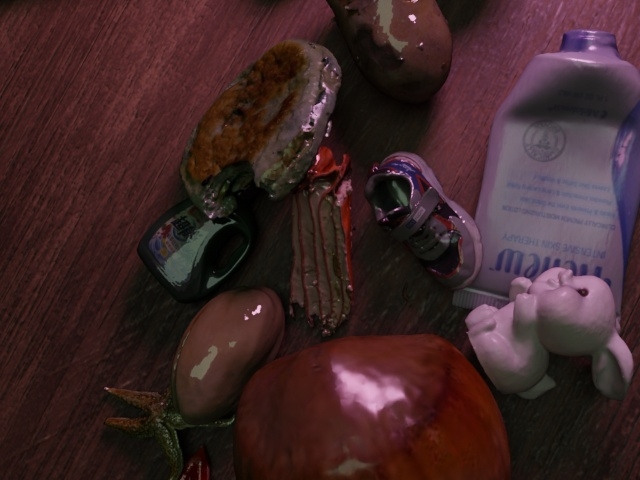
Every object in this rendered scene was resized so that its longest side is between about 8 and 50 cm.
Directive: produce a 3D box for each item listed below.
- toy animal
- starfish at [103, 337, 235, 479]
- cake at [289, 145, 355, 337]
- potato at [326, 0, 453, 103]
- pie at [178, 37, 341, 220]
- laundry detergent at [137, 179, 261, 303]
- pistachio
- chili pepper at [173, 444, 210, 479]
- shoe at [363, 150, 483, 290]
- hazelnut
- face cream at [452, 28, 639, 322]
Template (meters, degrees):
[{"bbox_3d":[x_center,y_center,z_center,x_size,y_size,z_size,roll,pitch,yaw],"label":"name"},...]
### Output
[{"bbox_3d":[0.305,0.134,0.970,0.193,0.127,0.178,-20,105,15],"label":"toy animal"},{"bbox_3d":[-0.233,0.255,1.089,0.224,0.050,0.216,2,67,13],"label":"starfish"},{"bbox_3d":[0.007,0.001,1.074,0.098,0.135,0.287,4,103,5],"label":"cake"},{"bbox_3d":[0.100,-0.323,1.057,0.165,0.165,0.262,-23,92,6],"label":"potato"},{"bbox_3d":[-0.088,-0.166,1.041,0.302,0.067,0.302,-27,43,28],"label":"pie"},{"bbox_3d":[-0.162,-0.015,1.104,0.222,0.078,0.144,-41,78,0],"label":"laundry detergent"},{"bbox_3d":[-0.137,0.160,1.043,0.136,0.136,0.226,29,73,12],"label":"pistachio"},{"bbox_3d":[-0.205,0.398,1.067,0.059,0.050,0.191,12,77,27],"label":"chili pepper"},{"bbox_3d":[0.138,-0.031,1.019,0.099,0.125,0.227,-40,73,26],"label":"shoe"},{"bbox_3d":[0.061,0.285,0.922,0.372,0.315,0.372,7,113,17],"label":"hazelnut"},{"bbox_3d":[0.342,-0.088,1.026,0.235,0.137,0.420,11,96,9],"label":"face cream"}]
